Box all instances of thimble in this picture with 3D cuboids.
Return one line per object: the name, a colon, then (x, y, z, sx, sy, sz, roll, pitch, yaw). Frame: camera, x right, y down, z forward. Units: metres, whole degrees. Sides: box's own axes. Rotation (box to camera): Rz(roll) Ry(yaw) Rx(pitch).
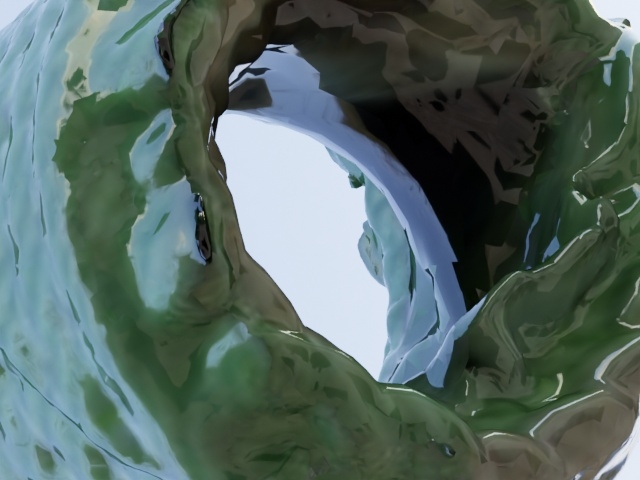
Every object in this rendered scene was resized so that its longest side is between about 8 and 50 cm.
thimble: (0.000, 0.000, 0.537, 0.219, 0.150, 0.219, 15, -117, -32)
